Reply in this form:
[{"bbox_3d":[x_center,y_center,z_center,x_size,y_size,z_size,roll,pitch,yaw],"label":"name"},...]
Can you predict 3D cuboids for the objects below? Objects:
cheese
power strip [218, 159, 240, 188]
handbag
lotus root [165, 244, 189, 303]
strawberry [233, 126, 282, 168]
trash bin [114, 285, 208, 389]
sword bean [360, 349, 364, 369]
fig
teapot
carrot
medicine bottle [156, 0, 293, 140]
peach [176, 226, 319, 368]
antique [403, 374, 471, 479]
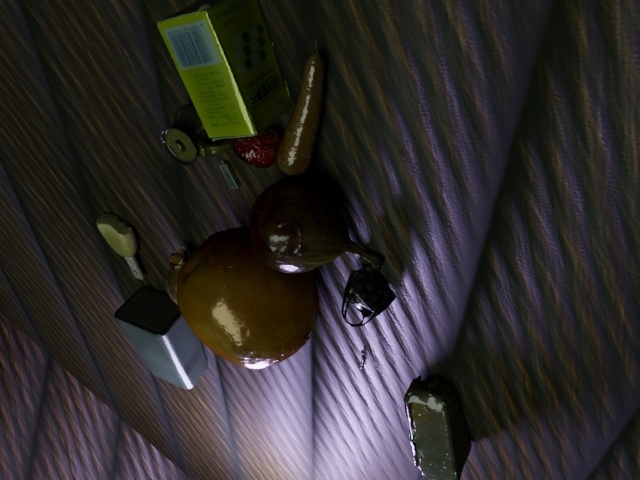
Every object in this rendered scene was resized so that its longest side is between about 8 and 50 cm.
[{"bbox_3d":[-0.625,0.029,1.777,0.127,0.050,0.255,9,133,27],"label":"cheese"},{"bbox_3d":[-0.222,-0.160,1.337,0.027,0.017,0.083,-2,127,35],"label":"power strip"},{"bbox_3d":[0.095,0.144,1.294,0.115,0.139,0.072,50,146,-15],"label":"handbag"},{"bbox_3d":[-0.368,0.145,1.629,0.154,0.140,0.256,-2,132,45],"label":"lotus root"},{"bbox_3d":[-0.132,-0.204,1.180,0.106,0.106,0.106,20,136,20],"label":"strawberry"},{"bbox_3d":[-0.545,0.353,1.931,0.223,0.158,0.343,16,135,24],"label":"trash bin"},{"bbox_3d":[0.118,0.337,1.551,0.012,0.012,0.083,18,134,22],"label":"sword bean"},{"bbox_3d":[0.000,0.000,1.222,0.321,0.216,0.217,28,144,-23],"label":"fig"},{"bbox_3d":[-0.269,-0.230,1.229,0.166,0.119,0.130,20,137,19],"label":"teapot"},{"bbox_3d":[-0.029,-0.253,1.077,0.078,0.078,0.298,28,135,11],"label":"carrot"},{"bbox_3d":[-0.176,-0.332,1.055,0.141,0.137,0.250,3,129,33],"label":"medicine bottle"},{"bbox_3d":[-0.181,0.140,1.374,0.373,0.290,0.372,18,132,22],"label":"peach"},{"bbox_3d":[0.311,0.490,1.475,0.125,0.150,0.284,-1,118,31],"label":"antique"}]
